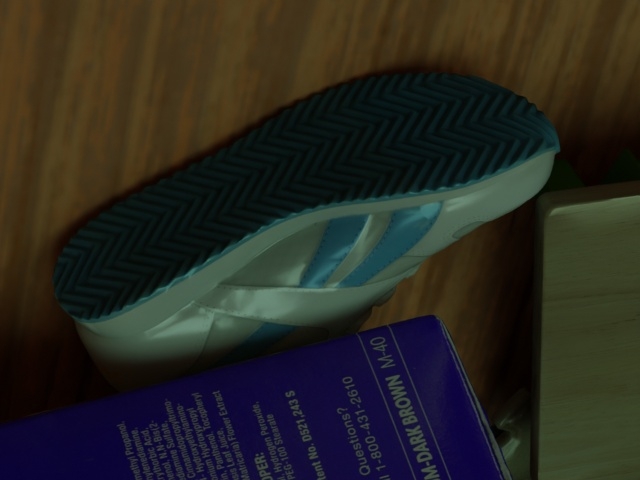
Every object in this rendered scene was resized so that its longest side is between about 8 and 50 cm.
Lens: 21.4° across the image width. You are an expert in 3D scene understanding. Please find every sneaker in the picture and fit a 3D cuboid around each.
[{"bbox_3d":[0.000,0.000,0.757,0.229,0.087,0.092,-23,133,-1],"label":"sneaker"}]

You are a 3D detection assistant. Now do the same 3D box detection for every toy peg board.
[{"bbox_3d":[0.173,0.026,0.814,0.161,0.079,0.160,-7,120,-7],"label":"toy peg board"}]

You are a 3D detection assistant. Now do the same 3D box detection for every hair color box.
[{"bbox_3d":[-0.103,0.150,0.739,0.339,0.110,0.185,-14,155,-17],"label":"hair color box"}]

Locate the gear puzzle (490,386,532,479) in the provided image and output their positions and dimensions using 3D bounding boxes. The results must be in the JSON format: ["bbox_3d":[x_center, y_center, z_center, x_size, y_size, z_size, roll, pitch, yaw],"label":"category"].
[{"bbox_3d":[0.229,0.035,0.904,0.339,0.044,0.175,-45,125,3],"label":"gear puzzle"}]
